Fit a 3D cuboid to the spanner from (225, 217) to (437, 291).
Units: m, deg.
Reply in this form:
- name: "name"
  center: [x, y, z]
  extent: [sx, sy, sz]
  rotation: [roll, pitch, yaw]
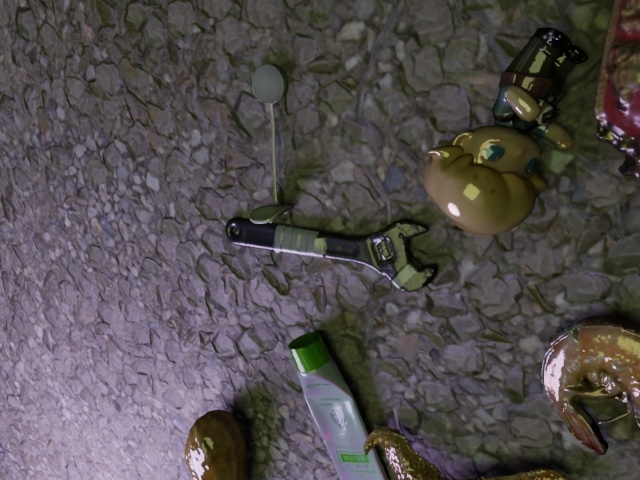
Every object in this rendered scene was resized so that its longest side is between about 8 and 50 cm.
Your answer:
- name: "spanner"
  center: [0.000, 0.000, 0.705]
  extent: [0.316, 0.024, 0.086]
  rotation: [10, 110, 29]

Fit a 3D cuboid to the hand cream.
- name: "hand cream"
  center: [0.026, 0.262, 0.773]
  extent: [0.079, 0.050, 0.275]
  rotation: [-1, 113, 59]

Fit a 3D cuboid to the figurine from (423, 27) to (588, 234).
- name: "figurine"
  center: [0.186, -0.097, 0.519]
  extent: [0.108, 0.114, 0.195]
  rotation: [47, 116, 37]

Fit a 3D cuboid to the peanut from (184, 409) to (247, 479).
- name: "peanut"
  center: [-0.174, 0.377, 0.897]
  extent: [0.108, 0.095, 0.225]
  rotation: [23, 122, 40]

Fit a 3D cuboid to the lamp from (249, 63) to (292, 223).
- name: "lamp"
  center: [-0.069, -0.122, 0.685]
  extent: [0.050, 0.056, 0.198]
  rotation: [5, 106, 32]

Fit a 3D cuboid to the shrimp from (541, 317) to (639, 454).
- name: "shrimp"
  center: [0.333, 0.195, 0.566]
  extent: [0.144, 0.052, 0.250]
  rotation: [-33, 81, 45]

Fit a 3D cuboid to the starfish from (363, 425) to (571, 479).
- name: "starfish"
  center: [0.189, 0.373, 0.695]
  extent: [0.303, 0.060, 0.298]
  rotation: [-20, 96, 32]

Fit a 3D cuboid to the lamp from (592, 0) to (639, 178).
- name: "lamp"
  center: [0.297, -0.172, 0.381]
  extent: [0.177, 0.177, 0.273]
  rotation: [15, 114, 26]
